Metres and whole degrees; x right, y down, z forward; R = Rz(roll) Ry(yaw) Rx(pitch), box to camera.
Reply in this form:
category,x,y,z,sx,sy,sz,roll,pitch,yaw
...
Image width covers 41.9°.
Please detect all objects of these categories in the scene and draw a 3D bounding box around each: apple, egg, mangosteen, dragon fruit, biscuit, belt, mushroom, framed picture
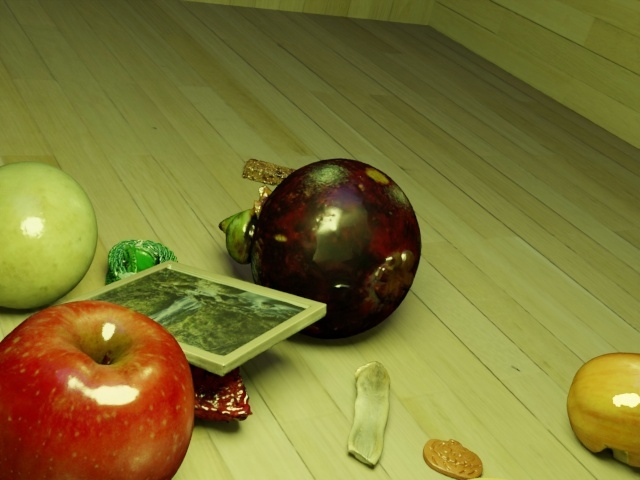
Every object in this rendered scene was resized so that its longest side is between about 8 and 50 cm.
category,x,y,z,sx,sy,sz,roll,pitch,yaw
apple,0.484,0.266,1.316,0.199,0.199,0.199,12,28,-6
egg,-0.462,-0.020,1.324,0.218,0.219,0.295,10,26,-10
mangosteen,0.000,0.000,1.429,0.359,0.306,0.306,28,30,37
dragon fruit,-0.174,0.213,1.195,0.120,0.127,0.161,-22,62,-17
biscuit,-0.082,-0.148,1.943,0.199,0.034,0.064,13,27,-2
belt,-0.303,0.049,1.425,0.121,0.079,0.151,10,29,-11
mushroom,0.074,0.263,1.259,0.059,0.054,0.202,9,33,1
apple,-0.275,0.204,1.008,0.260,0.217,0.260,13,27,-6
framed picture,-0.187,0.101,1.224,0.324,0.020,0.240,15,24,33
biscuit,0.197,0.321,1.240,0.091,0.015,0.078,17,28,3

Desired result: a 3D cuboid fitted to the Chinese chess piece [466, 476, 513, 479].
category,x,y,z,sx,sy,sz,roll,pitch,yaw
Chinese chess piece,0.233,0.410,1.005,0.273,0.102,0.273,12,30,-7
